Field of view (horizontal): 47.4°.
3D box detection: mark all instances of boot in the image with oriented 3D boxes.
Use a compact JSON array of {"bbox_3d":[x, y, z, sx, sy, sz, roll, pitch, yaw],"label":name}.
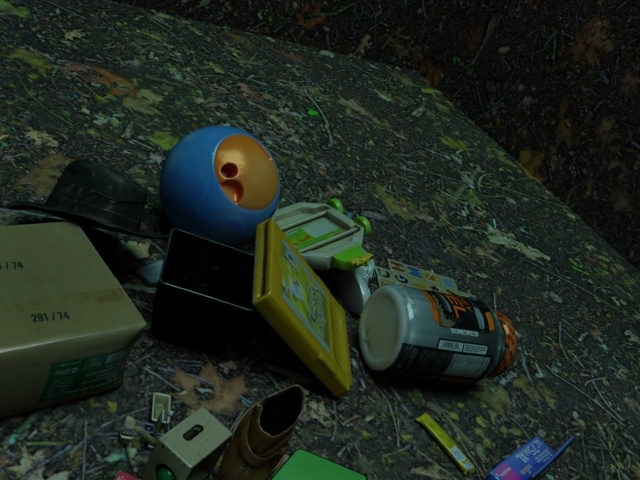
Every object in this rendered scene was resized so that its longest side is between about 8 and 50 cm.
[{"bbox_3d":[-0.091,0.313,1.243,0.109,0.220,0.283,32,30,7],"label":"boot"},{"bbox_3d":[0.103,0.089,1.879,0.123,0.095,0.258,2,37,-27],"label":"boot"}]

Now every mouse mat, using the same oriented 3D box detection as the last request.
[{"bbox_3d":[-0.017,0.441,1.273,0.152,0.007,0.189,17,26,22],"label":"mouse mat"}]

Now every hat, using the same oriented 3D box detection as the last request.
[{"bbox_3d":[-0.460,-0.092,1.495,0.331,0.134,0.331,12,-2,0],"label":"hat"}]

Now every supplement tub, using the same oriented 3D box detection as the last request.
[{"bbox_3d":[0.277,0.224,1.704,0.337,0.207,0.207,11,34,-28],"label":"supplement tub"}]

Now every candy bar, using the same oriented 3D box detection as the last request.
[{"bbox_3d":[0.268,0.434,1.559,0.040,0.018,0.161,-11,48,-43],"label":"candy bar"}]

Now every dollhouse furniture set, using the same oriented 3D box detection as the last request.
[{"bbox_3d":[-0.289,0.289,1.256,0.090,0.081,0.114,17,31,-20],"label":"dollhouse furniture set"}]

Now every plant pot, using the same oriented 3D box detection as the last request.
[{"bbox_3d":[-0.249,0.116,1.474,0.188,0.167,0.187,20,30,-15],"label":"plant pot"}]

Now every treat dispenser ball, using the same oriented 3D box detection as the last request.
[{"bbox_3d":[-0.239,-0.130,1.743,0.288,0.288,0.288,21,30,-13],"label":"treat dispenser ball"}]

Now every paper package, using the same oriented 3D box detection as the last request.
[{"bbox_3d":[-0.518,0.128,1.231,0.324,0.168,0.309,-7,46,-46],"label":"paper package"}]

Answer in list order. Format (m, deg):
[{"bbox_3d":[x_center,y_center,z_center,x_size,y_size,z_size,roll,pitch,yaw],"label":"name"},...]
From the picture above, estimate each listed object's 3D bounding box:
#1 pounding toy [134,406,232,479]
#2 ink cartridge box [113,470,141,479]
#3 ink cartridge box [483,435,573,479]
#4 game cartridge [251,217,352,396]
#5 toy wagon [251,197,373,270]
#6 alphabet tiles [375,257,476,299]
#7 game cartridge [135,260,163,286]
[{"bbox_3d":[-0.233,0.340,1.173,0.100,0.130,0.141,37,31,16],"label":"pounding toy"},{"bbox_3d":[-0.260,0.428,1.081,0.150,0.063,0.109,26,29,-4],"label":"ink cartridge box"},{"bbox_3d":[0.300,0.453,1.259,0.185,0.311,0.065,-11,49,-49],"label":"ink cartridge box"},{"bbox_3d":[-0.033,0.143,1.566,0.324,0.052,0.285,51,19,-29],"label":"game cartridge"},{"bbox_3d":[0.000,0.000,1.856,0.267,0.068,0.344,-22,39,-31],"label":"toy wagon"},{"bbox_3d":[0.309,0.166,2.020,0.342,0.011,0.285,17,32,-19],"label":"alphabet tiles"},{"bbox_3d":[-0.359,0.074,1.602,0.056,0.017,0.083,36,30,21],"label":"game cartridge"}]
